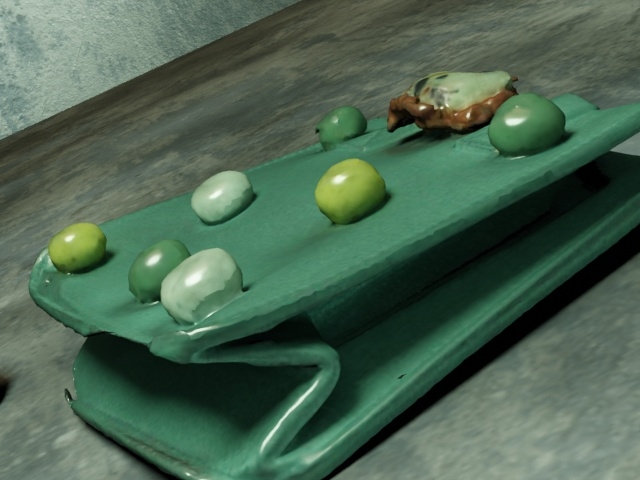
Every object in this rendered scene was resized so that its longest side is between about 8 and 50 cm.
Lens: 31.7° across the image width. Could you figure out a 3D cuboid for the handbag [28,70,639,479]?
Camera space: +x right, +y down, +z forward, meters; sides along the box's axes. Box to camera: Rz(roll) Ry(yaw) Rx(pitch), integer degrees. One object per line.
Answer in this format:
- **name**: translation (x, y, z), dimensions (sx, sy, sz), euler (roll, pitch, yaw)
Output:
- **handbag**: translation (-0.004, -0.003, 0.568), dimensions (0.274, 0.100, 0.269), euler (-31, 15, -21)
